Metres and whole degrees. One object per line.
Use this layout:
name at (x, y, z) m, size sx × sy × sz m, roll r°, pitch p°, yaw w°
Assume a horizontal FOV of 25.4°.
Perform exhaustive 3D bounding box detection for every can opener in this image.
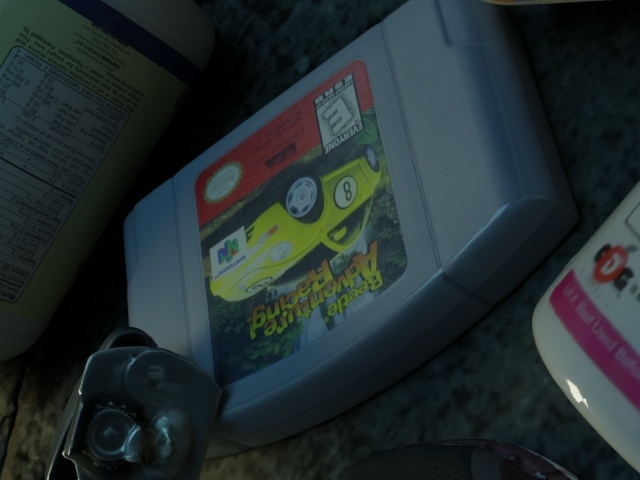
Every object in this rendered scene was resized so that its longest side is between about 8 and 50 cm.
can opener at (-0.125, 0.189, 0.774) m, size 0.095 × 0.076 × 0.283 m, roll -159°, pitch 84°, yaw -73°

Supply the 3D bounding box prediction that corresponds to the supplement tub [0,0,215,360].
supplement tub at (-0.244, -0.066, 0.948) m, size 0.235 × 0.235 × 0.325 m, roll 34°, pitch 93°, yaw 50°

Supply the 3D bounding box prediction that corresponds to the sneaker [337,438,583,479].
sneaker at (0.065, 0.130, 0.567) m, size 0.281 × 0.162 × 0.106 m, roll 18°, pitch 81°, yaw 49°

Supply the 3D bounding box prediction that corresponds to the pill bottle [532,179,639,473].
pill bottle at (0.220, -0.027, 0.492) m, size 0.283 × 0.160 × 0.160 m, roll -53°, pitch 40°, yaw 15°

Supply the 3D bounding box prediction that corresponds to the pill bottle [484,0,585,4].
pill bottle at (0.179, -0.188, 0.649) m, size 0.272 × 0.152 × 0.152 m, roll 6°, pitch 72°, yaw 47°

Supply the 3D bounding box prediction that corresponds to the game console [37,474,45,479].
game console at (-0.168, 0.218, 0.874) m, size 0.122 × 0.071 × 0.107 m, roll 20°, pitch 112°, yaw 50°

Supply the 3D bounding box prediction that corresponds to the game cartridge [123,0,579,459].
game cartridge at (0.000, 0.000, 0.802) m, size 0.294 × 0.060 × 0.196 m, roll -34°, pitch 50°, yaw 27°
